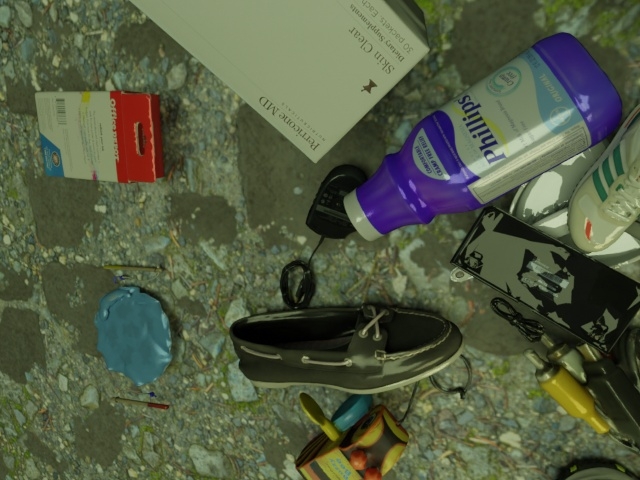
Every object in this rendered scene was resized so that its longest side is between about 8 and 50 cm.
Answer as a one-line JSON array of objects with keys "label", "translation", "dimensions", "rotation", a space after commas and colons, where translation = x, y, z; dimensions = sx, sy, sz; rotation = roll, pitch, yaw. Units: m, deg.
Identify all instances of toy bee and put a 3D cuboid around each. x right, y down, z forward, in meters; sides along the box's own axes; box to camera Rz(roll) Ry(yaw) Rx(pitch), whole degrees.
[{"label": "toy bee", "translation": [0.049, 0.267, 0.594], "dimensions": [0.195, 0.162, 0.298], "rotation": [29, 112, 16]}]

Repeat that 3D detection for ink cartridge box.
[{"label": "ink cartridge box", "translation": [-0.329, -0.164, 0.695], "dimensions": [0.231, 0.078, 0.134], "rotation": [8, 106, 21]}]

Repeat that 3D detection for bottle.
[{"label": "bottle", "translation": [0.157, -0.094, 0.484], "dimensions": [0.283, 0.092, 0.118], "rotation": [-30, 63, 24]}]

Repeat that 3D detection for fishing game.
[{"label": "fishing game", "translation": [-0.338, 0.172, 0.805], "dimensions": [0.189, 0.041, 0.263], "rotation": [-4, 93, 24]}]

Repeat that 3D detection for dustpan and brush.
[{"label": "dustpan and brush", "translation": [0.245, -0.008, 0.497], "dimensions": [0.211, 0.060, 0.147], "rotation": [-30, 90, 26]}]

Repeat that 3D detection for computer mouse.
[{"label": "computer mouse", "translation": [0.000, 0.000, 0.622], "dimensions": [0.071, 0.041, 0.241], "rotation": [22, 118, -10]}]

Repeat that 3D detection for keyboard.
[{"label": "keyboard", "translation": [0.231, 0.050, 0.472], "dimensions": [0.180, 0.023, 0.108], "rotation": [32, 98, 16]}]

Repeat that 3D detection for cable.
[{"label": "cable", "translation": [0.345, 0.213, 0.473], "dimensions": [0.287, 0.140, 0.072], "rotation": [63, 158, 11]}]

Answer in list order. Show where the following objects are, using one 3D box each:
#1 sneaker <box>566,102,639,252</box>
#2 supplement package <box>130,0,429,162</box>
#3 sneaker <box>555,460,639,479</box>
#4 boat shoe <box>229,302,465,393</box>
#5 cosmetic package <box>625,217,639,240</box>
[{"label": "sneaker", "translation": [0.286, -0.055, 0.406], "dimensions": [0.057, 0.075, 0.161], "rotation": [25, 115, 8]}, {"label": "supplement package", "translation": [-0.039, -0.244, 0.428], "dimensions": [0.262, 0.204, 0.145], "rotation": [39, 124, -16]}, {"label": "sneaker", "translation": [0.432, 0.428, 0.477], "dimensions": [0.385, 0.147, 0.145], "rotation": [34, 112, 11]}, {"label": "boat shoe", "translation": [0.015, 0.136, 0.597], "dimensions": [0.336, 0.112, 0.095], "rotation": [-14, 115, 28]}, {"label": "cosmetic package", "translation": [0.378, -0.029, 0.246], "dimensions": [0.157, 0.385, 0.217], "rotation": [18, 106, 3]}]
